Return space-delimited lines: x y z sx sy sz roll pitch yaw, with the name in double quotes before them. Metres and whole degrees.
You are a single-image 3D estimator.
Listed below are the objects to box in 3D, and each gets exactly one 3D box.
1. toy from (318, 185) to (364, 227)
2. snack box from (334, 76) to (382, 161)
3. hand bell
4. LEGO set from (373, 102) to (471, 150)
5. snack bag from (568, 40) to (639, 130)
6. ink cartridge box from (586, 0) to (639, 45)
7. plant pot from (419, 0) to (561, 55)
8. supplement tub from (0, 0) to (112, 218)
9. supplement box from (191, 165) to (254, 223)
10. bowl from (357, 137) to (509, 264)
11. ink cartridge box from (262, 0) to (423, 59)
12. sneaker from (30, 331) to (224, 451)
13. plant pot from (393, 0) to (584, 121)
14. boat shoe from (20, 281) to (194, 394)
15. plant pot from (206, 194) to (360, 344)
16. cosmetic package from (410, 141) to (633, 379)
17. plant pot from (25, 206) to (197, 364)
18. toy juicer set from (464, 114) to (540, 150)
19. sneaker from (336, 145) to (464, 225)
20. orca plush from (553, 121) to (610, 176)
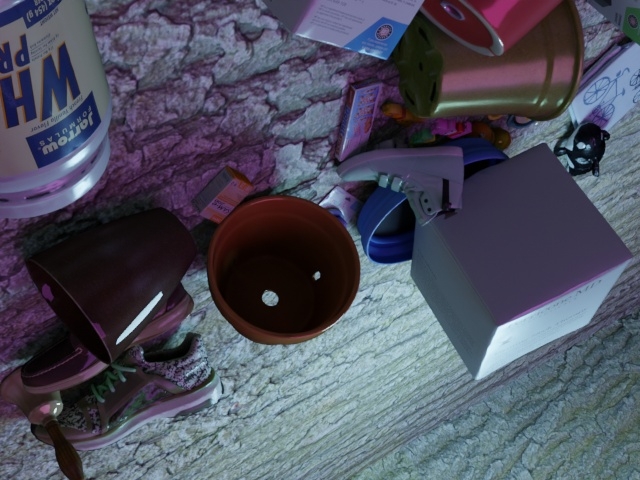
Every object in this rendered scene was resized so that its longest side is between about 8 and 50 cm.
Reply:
"toy" 0.000 0.000 1.688 0.237 0.056 0.137 -45 151 11
"snack box" 0.072 -0.231 1.487 0.064 0.022 0.178 -20 145 -27
"hand bell" -0.501 0.358 1.450 0.126 0.242 0.126 -27 149 -18
"LEGO set" 0.177 -0.233 1.509 0.093 0.087 0.227 10 165 -36
"snack bag" 0.782 -0.418 1.979 0.342 0.037 0.323 -43 150 9
"ink cartridge box" 0.539 -0.506 1.368 0.115 0.273 0.198 -32 149 -5
"plant pot" 0.267 -0.428 1.140 0.243 0.275 0.275 -52 149 2
"supplement tub" -0.365 -0.201 0.849 0.235 0.235 0.324 -27 148 -19
"supplement box" -0.178 -0.082 1.405 0.098 0.036 0.062 -45 149 12
"bowl" 0.259 -0.088 1.771 0.391 0.077 0.391 -24 155 -12
"ink cartridge box" 0.047 -0.422 1.028 0.198 0.197 0.270 1 132 -47
"sneaker" -0.409 0.297 1.624 0.410 0.158 0.182 -17 112 -30
"plant pot" 0.279 -0.328 1.378 0.254 0.276 0.276 -14 143 -16
"boat shoe" -0.410 0.156 1.429 0.342 0.123 0.123 -28 119 -8
"plant pot" -0.087 0.084 1.519 0.291 0.291 0.203 -24 163 -23
"cosmetic package" 0.425 0.059 1.748 0.329 0.327 0.393 -25 155 -8
"plant pot" -0.329 0.051 1.292 0.230 0.215 0.215 -40 153 -27
"toy juicer set" 0.474 -0.288 1.772 0.329 0.089 0.209 -20 145 -29
"sneaker" 0.161 -0.103 1.538 0.256 0.151 0.094 -4 172 7
"orca plush" 0.710 -0.207 2.091 0.151 0.102 0.287 -11 156 -12
